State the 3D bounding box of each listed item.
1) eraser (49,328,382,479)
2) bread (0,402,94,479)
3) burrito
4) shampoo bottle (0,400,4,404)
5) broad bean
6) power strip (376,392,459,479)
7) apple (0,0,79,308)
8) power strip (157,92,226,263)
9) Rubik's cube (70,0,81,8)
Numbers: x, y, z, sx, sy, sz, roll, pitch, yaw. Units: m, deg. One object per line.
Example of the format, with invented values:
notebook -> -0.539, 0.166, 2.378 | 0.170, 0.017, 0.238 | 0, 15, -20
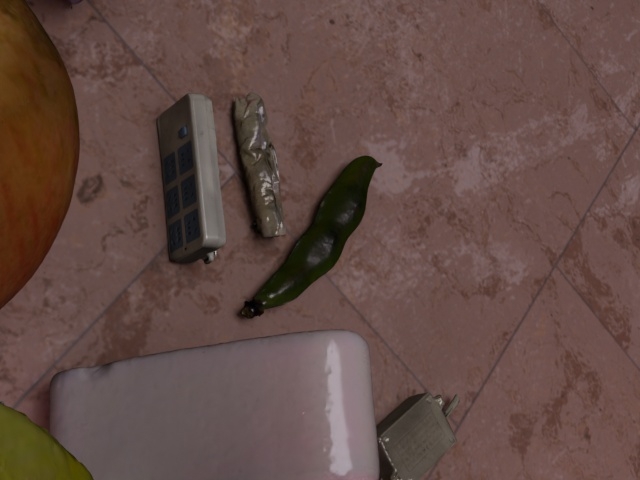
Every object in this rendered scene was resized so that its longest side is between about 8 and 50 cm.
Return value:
eraser -> -0.109, 0.190, 1.064 | 0.331, 0.331, 0.150 | 5, 71, -36
bread -> -0.324, 0.275, 0.803 | 0.348, 0.348, 0.308 | 29, 51, -26
burrito -> -0.071, -0.089, 1.298 | 0.045, 0.041, 0.186 | -6, 76, -29
shampoo bottle -> -0.388, 0.150, 0.972 | 0.212, 0.049, 0.072 | 16, 56, -33
broad bean -> 0.001, 0.001, 1.320 | 0.060, 0.043, 0.297 | 41, 55, -7
power strip -> 0.121, 0.232, 1.330 | 0.175, 0.042, 0.075 | -33, 96, -41
apple -> -0.369, -0.081, 0.878 | 0.363, 0.364, 0.364 | 13, 67, -33
power strip -> -0.142, -0.068, 1.210 | 0.035, 0.081, 0.192 | 2, 74, -34
Rubik's cube -> -0.260, -0.403, 1.111 | 0.231, 0.221, 0.225 | 33, 77, -24
